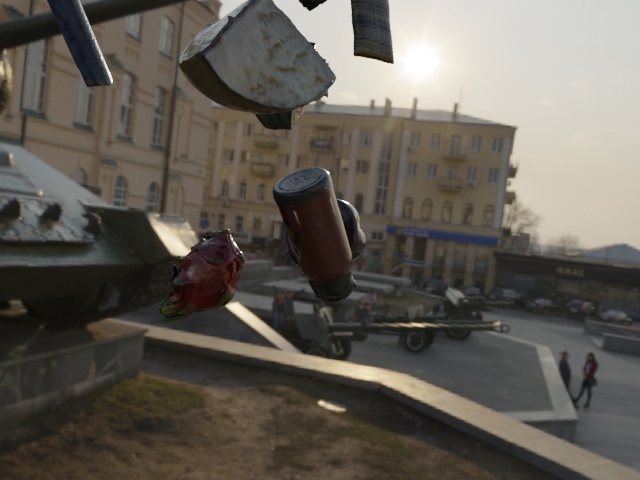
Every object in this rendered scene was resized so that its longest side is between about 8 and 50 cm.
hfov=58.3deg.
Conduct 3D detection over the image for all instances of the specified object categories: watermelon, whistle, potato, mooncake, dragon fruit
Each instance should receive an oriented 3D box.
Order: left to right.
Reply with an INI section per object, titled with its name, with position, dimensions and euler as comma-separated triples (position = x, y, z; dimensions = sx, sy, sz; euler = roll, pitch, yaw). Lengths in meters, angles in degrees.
[whistle]
position = -0.498, -0.447, 1.141
dimensions = 0.062, 0.304, 0.062
euler = -6, 43, 5
[dragon fruit]
position = -0.325, 0.092, 1.534
dimensions = 0.269, 0.200, 0.198
euler = -20, -16, 11
[potato]
position = -0.146, -0.292, 1.040
dimensions = 0.211, 0.189, 0.264
euler = 45, -21, -29
[watermelon]
position = -0.082, -0.508, 1.869
dimensions = 0.292, 0.283, 0.250
euler = -13, 20, -24
[mooncake]
position = 0.018, -0.012, 1.711
dimensions = 0.245, 0.245, 0.133
euler = 7, -5, 21

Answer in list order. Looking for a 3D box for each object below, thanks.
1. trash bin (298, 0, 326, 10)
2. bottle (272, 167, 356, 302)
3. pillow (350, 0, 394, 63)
[trash bin]
position = -0.059, -0.751, 1.389
dimensions = 0.301, 0.252, 0.203
euler = 35, -7, -25
[bottle]
position = 0.000, 0.000, 1.409
dimensions = 0.144, 0.336, 0.144
euler = -15, 27, 8
[pillow]
position = 0.121, -0.513, 1.339
dimensions = 0.113, 0.203, 0.038
euler = 4, -15, -27
